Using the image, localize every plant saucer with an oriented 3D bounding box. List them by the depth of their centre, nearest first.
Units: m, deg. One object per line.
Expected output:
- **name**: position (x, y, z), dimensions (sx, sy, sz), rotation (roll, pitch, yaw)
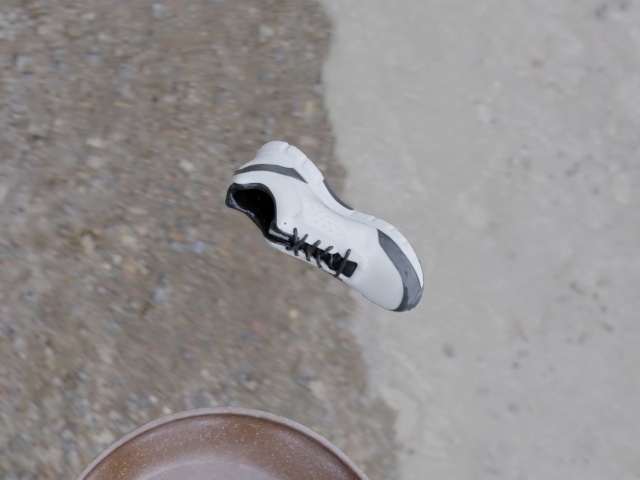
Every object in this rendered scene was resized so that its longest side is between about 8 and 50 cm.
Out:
- **plant saucer**: position (-0.051, 0.184, 0.964), dimensions (0.198, 0.036, 0.199), rotation (4, 78, -19)

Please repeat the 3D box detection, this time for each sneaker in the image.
- **sneaker**: position (0.000, 0.000, 0.895), dimensions (0.043, 0.109, 0.040), rotation (-34, 155, -46)
